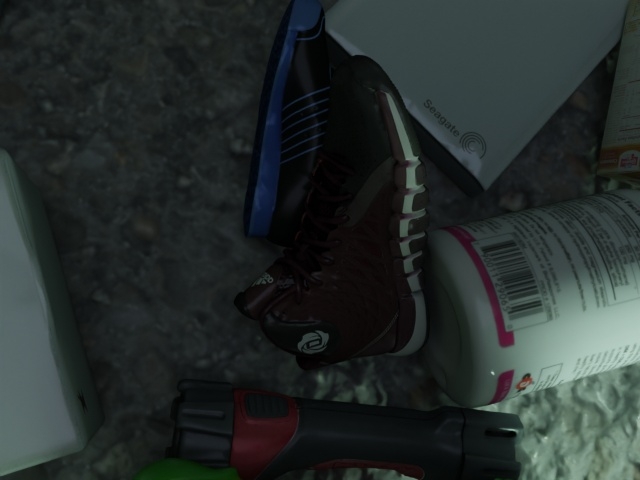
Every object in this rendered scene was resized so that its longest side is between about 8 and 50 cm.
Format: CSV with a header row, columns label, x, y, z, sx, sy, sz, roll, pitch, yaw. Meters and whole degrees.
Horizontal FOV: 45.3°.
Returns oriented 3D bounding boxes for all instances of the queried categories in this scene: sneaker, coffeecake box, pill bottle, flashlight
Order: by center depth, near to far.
label,x,y,z,sx,sy,sz,roll,pitch,yaw
sneaker,0.000,0.000,0.635,0.162,0.106,0.282,-17,118,-14
flashlight,0.019,0.188,0.677,0.303,0.103,0.103,10,76,-14
pill bottle,0.237,0.042,0.700,0.282,0.160,0.161,-12,85,-12
sneaker,-0.011,-0.108,0.715,0.090,0.081,0.233,10,92,-14
coffeecake box,0.373,-0.141,0.777,0.142,0.068,0.186,12,87,-20

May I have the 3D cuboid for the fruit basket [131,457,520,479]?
label,x,y,z,sx,sy,sz,roll,pitch,yaw
fruit basket,0.014,0.308,0.563,0.391,0.283,0.392,-7,70,19

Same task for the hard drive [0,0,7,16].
label,x,y,z,sx,sy,sz,roll,pitch,yaw
hard drive,-0.389,-0.186,0.667,0.171,0.054,0.255,22,79,-7

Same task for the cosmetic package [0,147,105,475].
label,x,y,z,sx,sy,sz,roll,pitch,yaw
cosmetic package,-0.418,0.109,0.565,0.452,0.161,0.230,-16,86,-12

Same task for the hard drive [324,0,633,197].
label,x,y,z,sx,sy,sz,roll,pitch,yaw
hard drive,0.190,-0.249,0.790,0.233,0.047,0.353,44,77,-3
